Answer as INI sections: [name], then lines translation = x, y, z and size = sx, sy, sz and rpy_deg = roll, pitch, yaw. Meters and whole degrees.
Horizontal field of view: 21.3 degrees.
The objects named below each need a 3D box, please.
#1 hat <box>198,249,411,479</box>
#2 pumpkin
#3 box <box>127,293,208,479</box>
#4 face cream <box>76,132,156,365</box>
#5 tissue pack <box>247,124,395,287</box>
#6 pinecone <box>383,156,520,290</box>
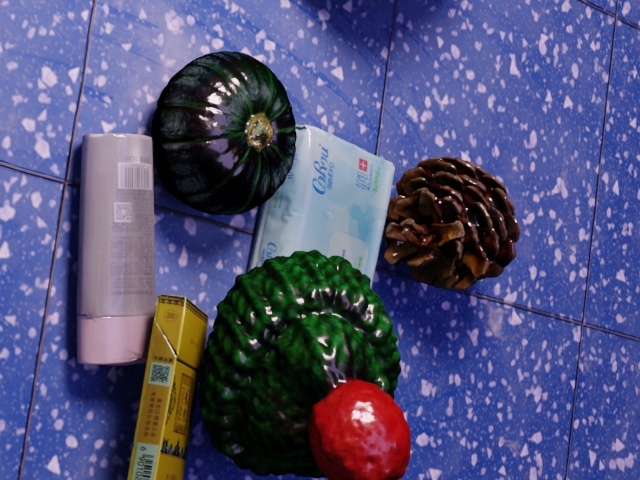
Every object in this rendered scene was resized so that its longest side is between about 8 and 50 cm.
[hat]
translation = -0.009, 0.185, 1.970
size = 0.242, 0.332, 0.274
rpy_deg = -7, 118, -14
[pumpkin]
translation = -0.113, -0.129, 2.058
size = 0.202, 0.140, 0.202
rpy_deg = -3, 94, -44
[box]
translation = -0.183, 0.211, 1.995
size = 0.153, 0.041, 0.279
rpy_deg = 55, 44, -77
[face cream]
translation = -0.237, 0.011, 1.978
size = 0.107, 0.073, 0.269
rpy_deg = 0, 89, -45
[tissue pack]
translation = 0.000, 0.000, 2.199
size = 0.177, 0.089, 0.263
rpy_deg = 21, 74, -40
[pinecone]
translation = 0.177, -0.019, 2.290
size = 0.204, 0.184, 0.179
rpy_deg = -57, 156, -71
